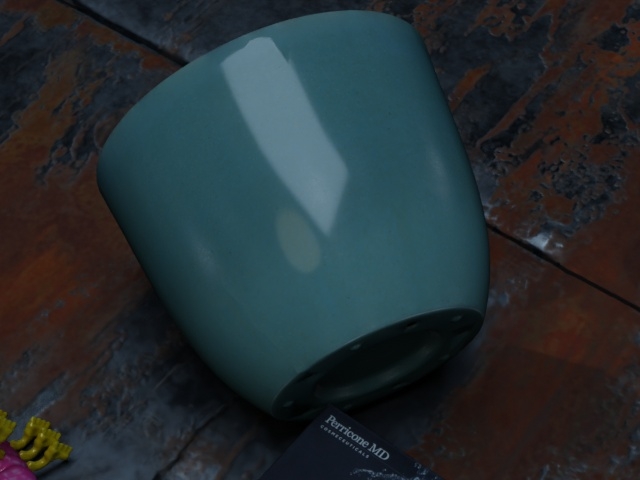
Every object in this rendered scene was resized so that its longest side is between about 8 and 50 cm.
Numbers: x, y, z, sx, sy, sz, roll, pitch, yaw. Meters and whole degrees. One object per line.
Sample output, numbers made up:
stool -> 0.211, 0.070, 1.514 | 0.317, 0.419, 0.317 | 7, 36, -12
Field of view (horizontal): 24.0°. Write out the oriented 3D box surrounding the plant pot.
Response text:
plant pot -> 0.000, 0.000, 1.195 | 0.293, 0.293, 0.235 | -19, 67, -15

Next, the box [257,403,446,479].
box -> 0.019, 0.234, 1.122 | 0.156, 0.093, 0.158 | 31, 57, 22

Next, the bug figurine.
bug figurine -> -0.249, 0.178, 1.109 | 0.072, 0.279, 0.216 | -53, 45, 2
